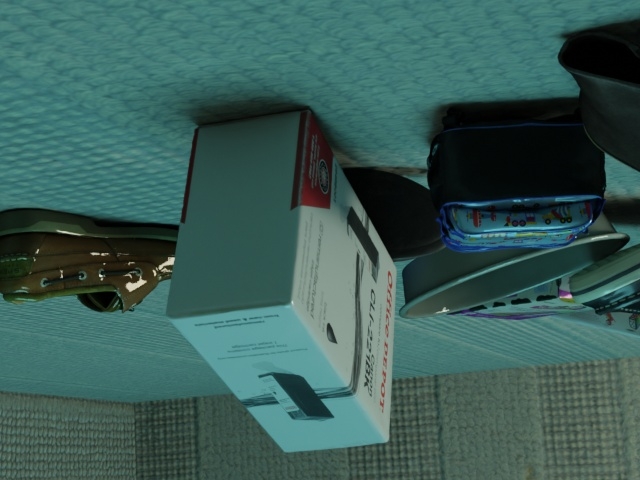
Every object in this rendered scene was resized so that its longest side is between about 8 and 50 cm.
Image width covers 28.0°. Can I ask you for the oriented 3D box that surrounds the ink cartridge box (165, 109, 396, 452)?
[{"bbox_3d":[-0.023,0.046,1.155,0.114,0.197,0.273,-7,146,18],"label":"ink cartridge box"}]

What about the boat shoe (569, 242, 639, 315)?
[{"bbox_3d":[0.526,0.065,1.640,0.500,0.156,0.187,0,163,-36],"label":"boat shoe"}]

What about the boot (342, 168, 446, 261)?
[{"bbox_3d":[0.000,0.000,1.423,0.264,0.096,0.280,-5,171,-4],"label":"boot"}]

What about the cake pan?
[{"bbox_3d":[0.228,0.024,1.562,0.293,0.054,0.293,-16,168,-3],"label":"cake pan"}]

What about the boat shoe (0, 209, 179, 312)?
[{"bbox_3d":[-0.249,0.037,1.502,0.307,0.104,0.110,7,165,-42],"label":"boat shoe"}]

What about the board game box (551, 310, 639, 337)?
[{"bbox_3d":[0.490,0.121,2.014,0.193,0.053,0.305,10,-179,-29],"label":"board game box"}]

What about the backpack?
[{"bbox_3d":[0.172,-0.049,1.172,0.158,0.117,0.173,-2,172,-2],"label":"backpack"}]

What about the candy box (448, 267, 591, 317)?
[{"bbox_3d":[0.318,0.071,1.900,0.159,0.071,0.233,6,167,-36],"label":"candy box"}]

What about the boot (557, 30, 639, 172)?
[{"bbox_3d":[0.306,-0.069,0.978,0.248,0.090,0.207,26,178,26],"label":"boot"}]
